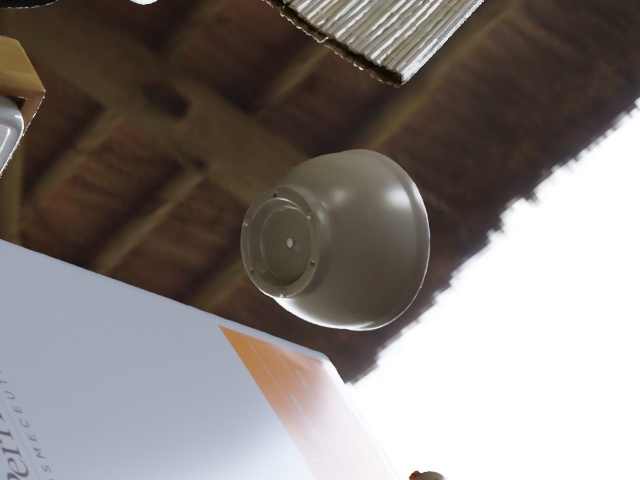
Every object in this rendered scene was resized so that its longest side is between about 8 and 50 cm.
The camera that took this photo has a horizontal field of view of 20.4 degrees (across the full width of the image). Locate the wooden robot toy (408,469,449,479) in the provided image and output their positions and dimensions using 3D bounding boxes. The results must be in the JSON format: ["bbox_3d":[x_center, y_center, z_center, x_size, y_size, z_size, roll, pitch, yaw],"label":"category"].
[{"bbox_3d":[0.090,0.224,1.426,0.173,0.079,0.076,-29,-26,-29],"label":"wooden robot toy"}]

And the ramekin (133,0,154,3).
[{"bbox_3d":[-0.144,-0.364,1.631,0.303,0.148,0.303,-55,4,5],"label":"ramekin"}]

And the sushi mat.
[{"bbox_3d":[0.070,-0.242,1.624,0.316,0.151,0.019,-49,-9,-52],"label":"sushi mat"}]

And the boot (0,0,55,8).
[{"bbox_3d":[-0.326,-0.293,1.850,0.121,0.045,0.099,-8,-52,-18],"label":"boot"}]

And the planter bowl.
[{"bbox_3d":[0.000,0.000,1.557,0.109,0.162,0.162,-1,-38,-48],"label":"planter bowl"}]

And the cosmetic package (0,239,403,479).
[{"bbox_3d":[-0.118,0.151,1.016,0.161,0.230,0.453,-44,-33,16],"label":"cosmetic package"}]

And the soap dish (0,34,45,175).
[{"bbox_3d":[-0.428,-0.114,1.795,0.228,0.118,0.291,10,-33,-24],"label":"soap dish"}]
